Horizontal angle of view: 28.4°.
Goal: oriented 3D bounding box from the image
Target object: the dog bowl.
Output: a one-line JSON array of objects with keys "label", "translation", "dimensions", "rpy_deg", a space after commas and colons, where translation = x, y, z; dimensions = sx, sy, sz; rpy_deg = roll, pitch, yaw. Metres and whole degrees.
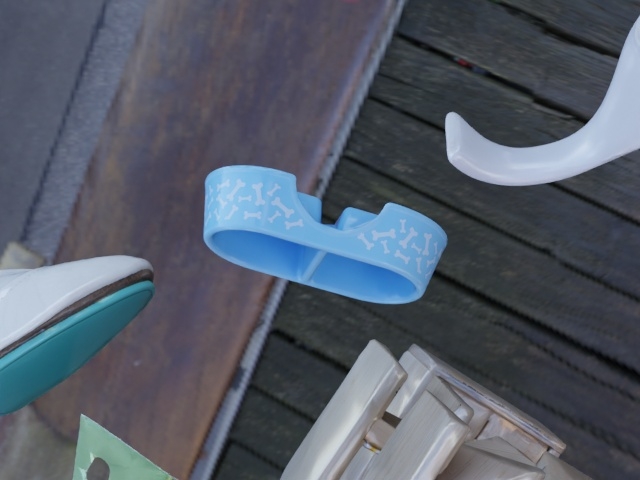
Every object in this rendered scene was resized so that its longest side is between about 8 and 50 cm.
[{"label": "dog bowl", "translation": [0.000, 0.000, 1.488], "dimensions": [0.297, 0.166, 0.074], "rpy_deg": [15, 69, -7]}]

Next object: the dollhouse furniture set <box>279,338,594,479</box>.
[{"label": "dollhouse furniture set", "translation": [0.117, 0.273, 0.992], "dimensions": [0.362, 0.394, 0.256], "rpy_deg": [32, 92, -17]}]

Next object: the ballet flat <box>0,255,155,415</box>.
[{"label": "ballet flat", "translation": [-0.329, 0.120, 1.097], "dimensions": [0.400, 0.139, 0.139], "rpy_deg": [-42, 75, -6]}]

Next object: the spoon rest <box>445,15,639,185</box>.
[{"label": "spoon rest", "translation": [0.230, -0.116, 0.954], "dimensions": [0.276, 0.084, 0.137], "rpy_deg": [-25, 40, 28]}]

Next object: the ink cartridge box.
[{"label": "ink cartridge box", "translation": [-0.173, 0.303, 1.281], "dimensions": [0.235, 0.056, 0.171], "rpy_deg": [29, 131, 15]}]
